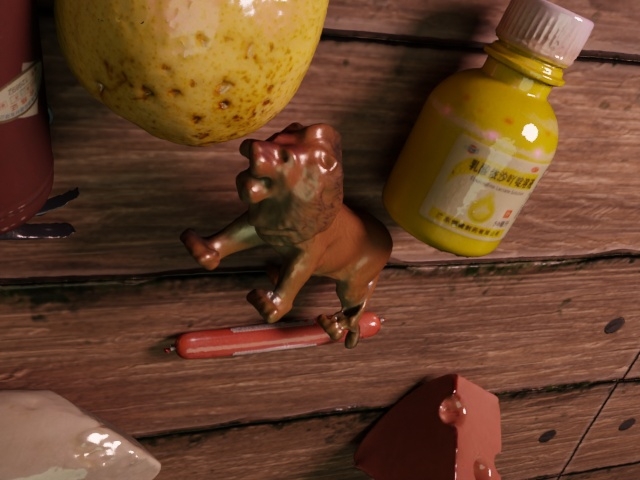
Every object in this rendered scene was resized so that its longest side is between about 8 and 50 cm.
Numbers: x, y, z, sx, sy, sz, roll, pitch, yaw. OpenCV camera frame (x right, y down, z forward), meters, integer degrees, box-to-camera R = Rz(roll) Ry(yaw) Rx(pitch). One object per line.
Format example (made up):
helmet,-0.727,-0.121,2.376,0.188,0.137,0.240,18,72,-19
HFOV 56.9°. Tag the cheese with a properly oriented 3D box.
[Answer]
cheese,0.168,0.271,0.785,0.128,0.203,0.177,32,82,-32

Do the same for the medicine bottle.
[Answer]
medicine bottle,0.148,-0.100,0.516,0.122,0.122,0.212,10,121,-25

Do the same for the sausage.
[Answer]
sausage,-0.045,0.106,0.662,0.253,0.034,0.034,-4,126,-16

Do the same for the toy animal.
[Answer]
toy animal,0.000,0.000,0.532,0.157,0.097,0.312,-43,151,9

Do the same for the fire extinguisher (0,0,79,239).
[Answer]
fire extinguisher,-0.224,-0.100,0.371,0.135,0.114,0.337,-14,148,-29

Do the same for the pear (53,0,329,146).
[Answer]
pear,-0.077,-0.153,0.375,0.178,0.178,0.178,-9,127,-12

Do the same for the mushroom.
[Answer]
mushroom,-0.340,0.216,0.590,0.350,0.128,0.128,1,125,-15

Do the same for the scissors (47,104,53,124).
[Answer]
scissors,-0.236,-0.119,0.448,0.036,0.006,0.083,-18,129,-2
